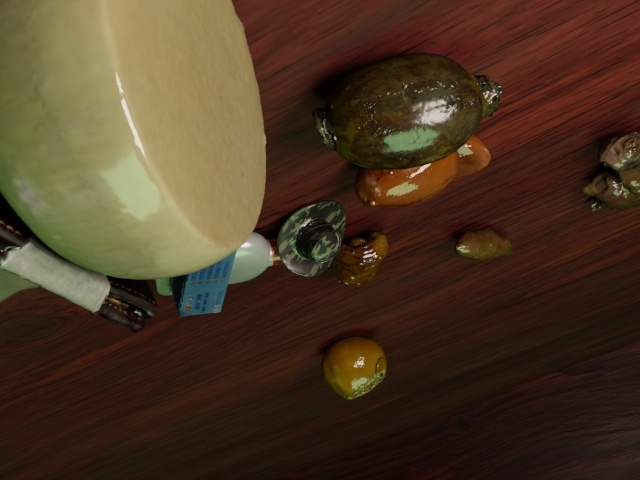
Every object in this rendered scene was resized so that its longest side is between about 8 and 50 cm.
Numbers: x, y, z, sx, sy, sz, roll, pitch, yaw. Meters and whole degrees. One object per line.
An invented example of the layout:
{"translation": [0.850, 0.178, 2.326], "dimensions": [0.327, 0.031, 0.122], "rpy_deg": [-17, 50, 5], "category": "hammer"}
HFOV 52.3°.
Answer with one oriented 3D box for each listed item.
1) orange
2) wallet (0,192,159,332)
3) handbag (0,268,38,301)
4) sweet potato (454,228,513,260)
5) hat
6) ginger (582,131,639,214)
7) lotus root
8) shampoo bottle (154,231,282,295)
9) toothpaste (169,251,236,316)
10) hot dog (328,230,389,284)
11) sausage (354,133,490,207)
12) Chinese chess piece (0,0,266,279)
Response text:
{"translation": [0.078, 0.291, 1.493], "dimensions": [0.155, 0.134, 0.154], "rpy_deg": [-10, 158, -4], "category": "orange"}
{"translation": [-0.241, -0.057, 0.497], "dimensions": [0.071, 0.262, 0.221], "rpy_deg": [-39, 152, -3], "category": "wallet"}
{"translation": [-0.485, 0.023, 0.654], "dimensions": [0.316, 0.109, 0.253], "rpy_deg": [-9, 149, -6], "category": "handbag"}
{"translation": [0.297, 0.009, 1.181], "dimensions": [0.206, 0.060, 0.068], "rpy_deg": [7, -178, -42], "category": "sweet potato"}
{"translation": [0.000, 0.000, 0.934], "dimensions": [0.121, 0.050, 0.121], "rpy_deg": [-13, 115, -29], "category": "hat"}
{"translation": [0.494, -0.111, 1.066], "dimensions": [0.122, 0.084, 0.290], "rpy_deg": [-3, 163, 20], "category": "ginger"}
{"translation": [0.097, -0.138, 0.696], "dimensions": [0.209, 0.120, 0.120], "rpy_deg": [-12, 153, -4], "category": "lotus root"}
{"translation": [-0.130, 0.027, 0.945], "dimensions": [0.221, 0.051, 0.108], "rpy_deg": [-9, 147, -16], "category": "shampoo bottle"}
{"translation": [-0.139, -0.008, 0.815], "dimensions": [0.066, 0.053, 0.272], "rpy_deg": [-6, 138, -27], "category": "toothpaste"}
{"translation": [0.062, 0.028, 1.055], "dimensions": [0.099, 0.065, 0.147], "rpy_deg": [-16, 165, -5], "category": "hot dog"}
{"translation": [0.129, -0.098, 0.847], "dimensions": [0.179, 0.089, 0.089], "rpy_deg": [-19, 154, -5], "category": "sausage"}
{"translation": [-0.126, -0.107, 0.455], "dimensions": [0.102, 0.273, 0.273], "rpy_deg": [-9, 156, 13], "category": "Chinese chess piece"}
